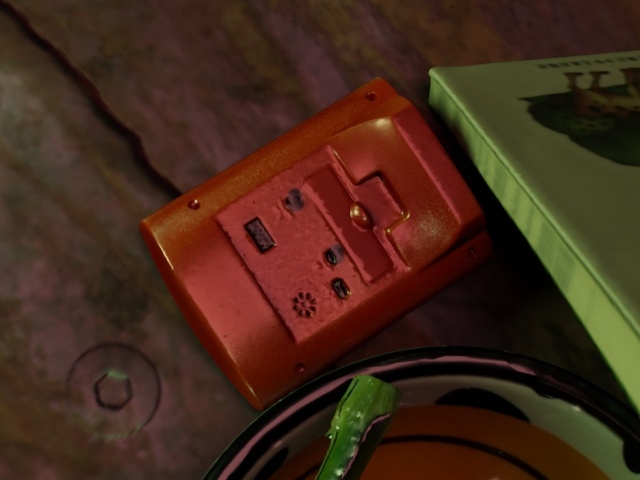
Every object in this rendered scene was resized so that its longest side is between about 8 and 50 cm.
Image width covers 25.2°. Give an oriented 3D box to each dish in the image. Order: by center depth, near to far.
[{"bbox_3d":[0.051,0.194,0.657,0.303,0.120,0.303,2,80,-11],"label":"dish"}]

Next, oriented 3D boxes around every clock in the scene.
[{"bbox_3d":[0.000,0.000,0.715,0.155,0.061,0.113,-33,90,-16],"label":"clock"}]

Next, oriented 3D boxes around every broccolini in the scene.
[{"bbox_3d":[-0.017,0.173,0.560,0.071,0.057,0.254,35,73,-48],"label":"broccolini"}]

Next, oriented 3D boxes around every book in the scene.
[{"bbox_3d":[0.229,0.005,0.658,0.260,0.043,0.371,-7,37,-16],"label":"book"}]
